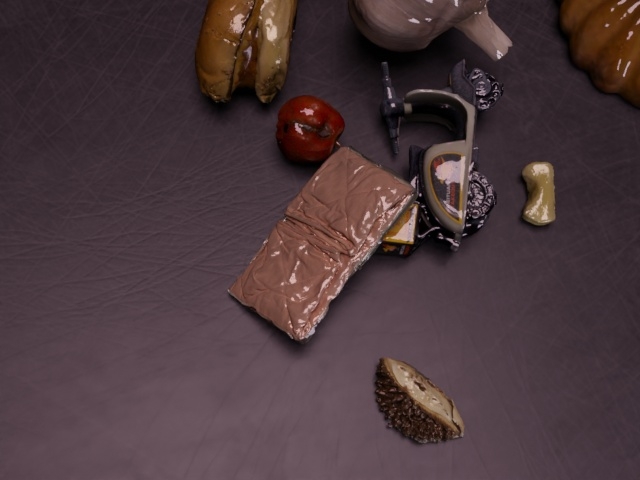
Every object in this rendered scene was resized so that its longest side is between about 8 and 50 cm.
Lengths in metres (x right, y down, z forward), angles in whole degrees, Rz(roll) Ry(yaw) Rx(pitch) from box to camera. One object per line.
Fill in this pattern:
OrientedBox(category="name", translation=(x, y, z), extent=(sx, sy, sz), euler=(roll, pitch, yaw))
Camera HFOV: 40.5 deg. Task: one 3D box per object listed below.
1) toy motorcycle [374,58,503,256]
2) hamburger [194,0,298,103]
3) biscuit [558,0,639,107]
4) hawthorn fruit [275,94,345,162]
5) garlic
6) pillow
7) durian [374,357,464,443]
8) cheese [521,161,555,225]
OrientedBox(category="toy motorcycle", translation=(0.143, -0.109, 1.076), extent=(0.157, 0.091, 0.263), euler=(6, 71, 2))
OrientedBox(category="hamburger", translation=(-0.090, -0.301, 1.108), extent=(0.124, 0.131, 0.262), euler=(7, 64, -2))
OrientedBox(category="biscuit", translation=(0.482, -0.330, 1.183), extent=(0.325, 0.107, 0.326), euler=(1, 73, -4))
OrientedBox(category="hawthorn fruit", translation=(-0.011, -0.138, 1.078), extent=(0.093, 0.093, 0.093), euler=(2, 69, -4))
OrientedBox(category="garlic", translation=(0.156, -0.306, 1.091), extent=(0.212, 0.218, 0.218), euler=(43, 72, -3))
OrientedBox(category="pillow", translation=(0.000, 0.000, 1.010), extent=(0.126, 0.043, 0.232), euler=(35, 86, 32))
OrientedBox(category="durian", translation=(0.107, 0.190, 0.996), extent=(0.130, 0.052, 0.066), euler=(43, 34, 8))
OrientedBox(category="cheese", translation=(0.274, -0.060, 1.099), extent=(0.044, 0.030, 0.083), euler=(4, 75, -10))
